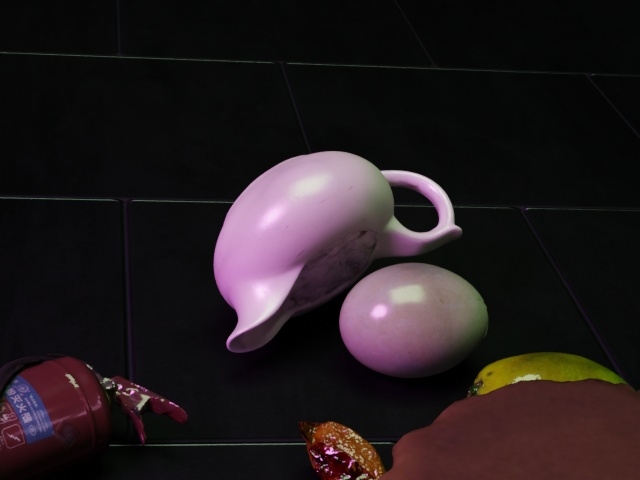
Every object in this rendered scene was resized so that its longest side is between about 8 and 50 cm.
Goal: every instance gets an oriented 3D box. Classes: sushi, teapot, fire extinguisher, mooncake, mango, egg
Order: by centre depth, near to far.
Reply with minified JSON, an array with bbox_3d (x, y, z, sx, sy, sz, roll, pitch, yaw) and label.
[{"bbox_3d":[0.186,0.254,0.961,0.324,0.187,0.324,3,28,-1],"label":"mooncake"},{"bbox_3d":[-0.271,0.174,1.119,0.341,0.105,0.141,-19,51,-38],"label":"fire extinguisher"},{"bbox_3d":[0.020,0.195,1.188,0.099,0.050,0.047,29,30,22],"label":"sushi"},{"bbox_3d":[0.216,0.162,1.244,0.178,0.100,0.119,8,58,-15],"label":"mango"},{"bbox_3d":[0.093,0.079,1.357,0.152,0.114,0.114,1,27,-16],"label":"egg"},{"bbox_3d":[0.000,0.000,1.403,0.298,0.204,0.139,-31,62,-21],"label":"teapot"}]
